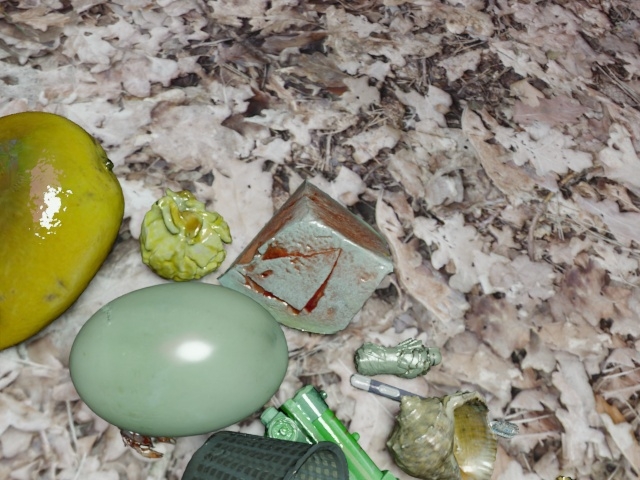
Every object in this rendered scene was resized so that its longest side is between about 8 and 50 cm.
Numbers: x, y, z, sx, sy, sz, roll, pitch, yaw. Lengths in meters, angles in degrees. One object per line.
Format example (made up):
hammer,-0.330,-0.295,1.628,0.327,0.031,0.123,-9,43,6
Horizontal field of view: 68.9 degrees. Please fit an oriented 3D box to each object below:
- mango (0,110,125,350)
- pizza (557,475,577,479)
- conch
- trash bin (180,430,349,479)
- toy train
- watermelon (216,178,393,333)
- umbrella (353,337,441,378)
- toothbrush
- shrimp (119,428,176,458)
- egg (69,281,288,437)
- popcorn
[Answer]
mango,-0.437,-0.013,0.667,0.253,0.182,0.365,21,73,4
pizza,0.434,0.433,0.715,0.099,0.036,0.160,-17,68,-20
conch,0.189,0.295,0.681,0.155,0.130,0.207,-38,97,10
trash bin,-0.076,0.308,0.550,0.161,0.175,0.175,3,56,31
toy train,0.022,0.322,0.664,0.119,0.085,0.251,-34,77,-31
watermelon,0.000,0.000,0.753,0.213,0.201,0.262,33,57,-4
umbrella,0.126,0.192,0.760,0.143,0.062,0.067,-3,99,-3
toothbrush,0.184,0.268,0.754,0.288,0.026,0.024,19,58,-1
shrimp,-0.250,0.278,0.654,0.092,0.029,0.038,24,60,-3
egg,-0.184,0.157,0.630,0.282,0.203,0.203,5,62,-12
popcorn,-0.217,-0.001,0.742,0.141,0.162,0.135,41,74,-10
